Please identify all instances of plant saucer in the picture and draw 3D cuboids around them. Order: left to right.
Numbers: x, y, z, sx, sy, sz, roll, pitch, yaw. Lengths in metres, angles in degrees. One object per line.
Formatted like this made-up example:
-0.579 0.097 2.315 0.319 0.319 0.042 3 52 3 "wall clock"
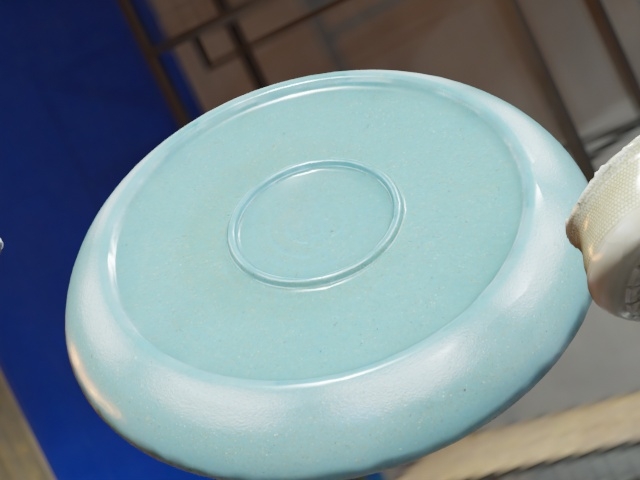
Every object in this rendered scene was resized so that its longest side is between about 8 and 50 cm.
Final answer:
0.000 0.000 0.981 0.318 0.043 0.317 -9 43 8 "plant saucer"

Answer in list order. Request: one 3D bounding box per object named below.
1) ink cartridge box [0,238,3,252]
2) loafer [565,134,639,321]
-0.178 0.139 0.321 0.065 0.332 0.165 22 8 28 "ink cartridge box"
0.180 -0.061 0.714 0.268 0.092 0.102 -35 -26 -35 "loafer"
